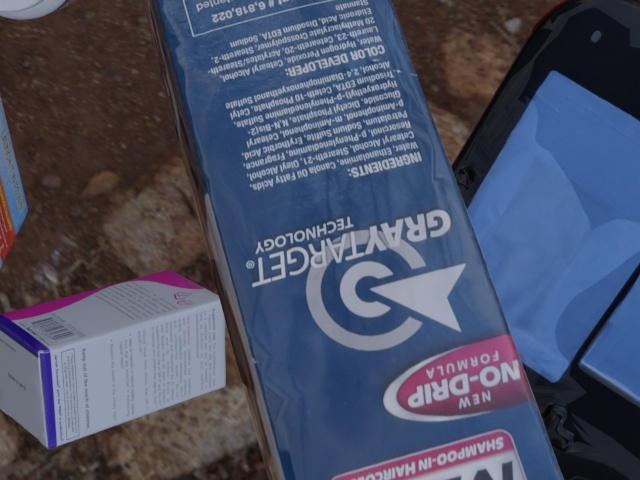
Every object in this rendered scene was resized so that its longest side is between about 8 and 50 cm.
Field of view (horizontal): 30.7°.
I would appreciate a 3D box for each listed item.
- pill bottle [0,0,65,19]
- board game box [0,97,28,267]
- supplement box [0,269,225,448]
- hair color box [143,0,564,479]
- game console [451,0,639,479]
[{"bbox_3d":[-0.394,-0.377,1.548,0.162,0.278,0.162,-1,105,-4],"label":"pill bottle"},{"bbox_3d":[-0.523,-0.035,1.624,0.086,0.302,0.308,10,141,5],"label":"board game box"},{"bbox_3d":[-0.218,0.118,1.226,0.220,0.111,0.114,-16,116,-37],"label":"supplement box"},{"bbox_3d":[0.000,0.000,0.543,0.105,0.174,0.347,-15,69,-6],"label":"hair color box"},{"bbox_3d":[0.254,0.027,0.963,0.386,0.342,0.060,-61,164,22],"label":"game console"}]
